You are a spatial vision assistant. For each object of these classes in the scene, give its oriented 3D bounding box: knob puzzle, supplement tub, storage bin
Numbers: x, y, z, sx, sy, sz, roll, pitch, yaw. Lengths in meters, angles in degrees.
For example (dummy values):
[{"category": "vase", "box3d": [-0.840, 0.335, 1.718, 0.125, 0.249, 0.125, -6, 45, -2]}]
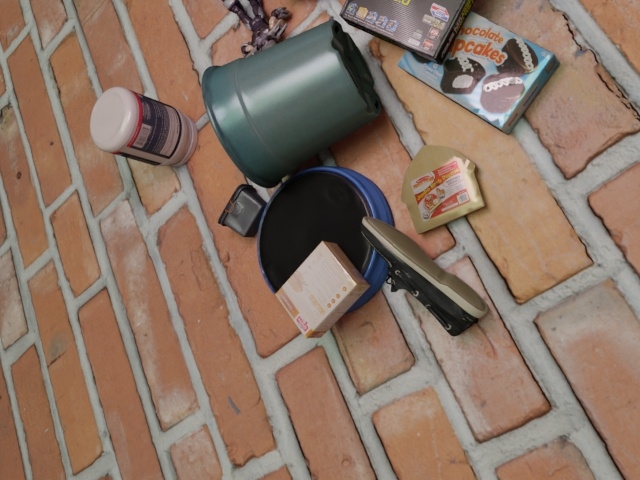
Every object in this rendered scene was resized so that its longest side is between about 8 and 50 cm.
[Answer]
[{"category": "knob puzzle", "box3d": [0.274, -0.131, 1.450, 0.213, 0.030, 0.213, -5, 81, 34]}, {"category": "supplement tub", "box3d": [-0.521, -0.329, 1.868, 0.191, 0.272, 0.191, -6, 80, 33]}, {"category": "storage bin", "box3d": [-0.207, -0.076, 1.735, 0.091, 0.098, 0.135, 37, 104, 21]}]

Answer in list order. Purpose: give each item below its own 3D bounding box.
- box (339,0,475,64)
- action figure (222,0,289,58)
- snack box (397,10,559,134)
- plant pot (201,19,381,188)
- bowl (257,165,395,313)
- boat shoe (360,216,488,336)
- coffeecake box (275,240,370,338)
[{"category": "box", "box3d": [0.206, -0.556, 1.434, 0.270, 0.060, 0.216, 32, 102, 21]}, {"category": "action figure", "box3d": [-0.179, -0.623, 1.792, 0.185, 0.099, 0.284, -35, 69, 18]}, {"category": "snack box", "box3d": [0.347, -0.400, 1.421, 0.322, 0.060, 0.187, 42, 106, 31]}, {"category": "plant pot", "box3d": [-0.053, -0.348, 1.544, 0.334, 0.341, 0.340, -23, 71, 20]}, {"category": "bowl", "box3d": [0.000, 0.000, 1.589, 0.391, 0.077, 0.390, -5, 81, 33]}, {"category": "boat shoe", "box3d": [0.205, 0.083, 1.399, 0.340, 0.127, 0.113, 38, 114, 11]}, {"category": "coffeecake box", "box3d": [0.002, 0.118, 1.482, 0.185, 0.068, 0.142, -48, 61, 19]}]
